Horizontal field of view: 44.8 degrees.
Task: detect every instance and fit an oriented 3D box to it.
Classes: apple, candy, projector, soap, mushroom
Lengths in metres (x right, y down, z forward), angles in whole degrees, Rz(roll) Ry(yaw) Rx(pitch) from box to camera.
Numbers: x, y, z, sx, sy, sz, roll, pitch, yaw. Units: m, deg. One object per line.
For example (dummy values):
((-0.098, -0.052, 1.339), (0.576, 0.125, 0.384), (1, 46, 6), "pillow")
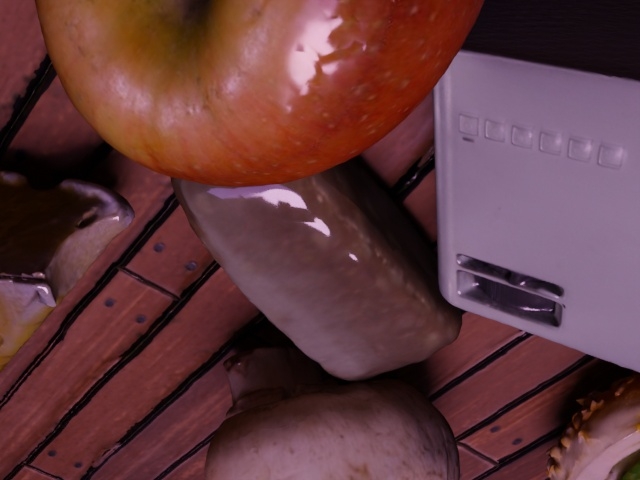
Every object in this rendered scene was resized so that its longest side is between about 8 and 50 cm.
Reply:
((-0.025, -0.138, 0.379), (0.235, 0.173, 0.210), (-16, 101, 33), "apple")
((0.000, 0.000, 0.547), (0.104, 0.102, 0.234), (-28, 124, 25), "candy")
((0.192, -0.027, 0.449), (0.251, 0.108, 0.198), (18, 136, 30), "projector")
((-0.277, 0.110, 0.617), (0.305, 0.169, 0.338), (6, 132, 11), "soap")
((0.017, 0.177, 0.648), (0.189, 0.195, 0.253), (-13, 162, 0), "mushroom")

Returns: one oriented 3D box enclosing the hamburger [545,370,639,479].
((0.338, 0.221, 0.634), (0.291, 0.225, 0.290), (-3, 132, -3), "hamburger")
